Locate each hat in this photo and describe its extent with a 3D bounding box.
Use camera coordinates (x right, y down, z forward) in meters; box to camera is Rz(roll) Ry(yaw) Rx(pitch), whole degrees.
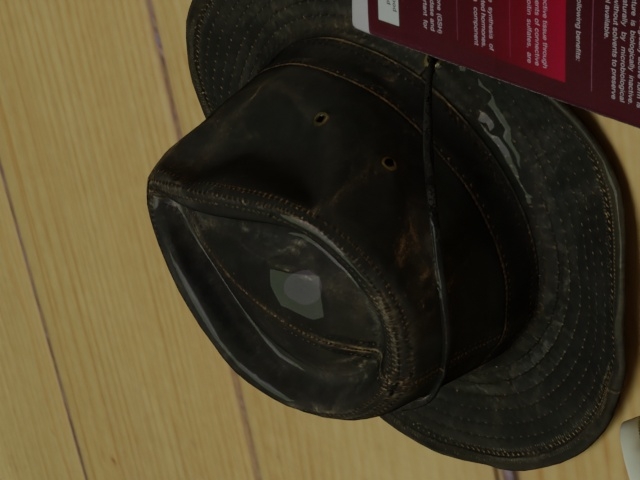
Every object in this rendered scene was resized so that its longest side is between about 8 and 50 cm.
[{"bbox_3d":[0.000,0.000,0.979,0.331,0.134,0.331,35,140,35],"label":"hat"}]

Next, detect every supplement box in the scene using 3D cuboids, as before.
[{"bbox_3d":[0.116,-0.126,0.767,0.239,0.073,0.130,26,127,43],"label":"supplement box"}]

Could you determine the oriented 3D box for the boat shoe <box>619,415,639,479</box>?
[{"bbox_3d":[0.250,0.200,0.847,0.099,0.116,0.319,-36,73,14],"label":"boat shoe"}]
